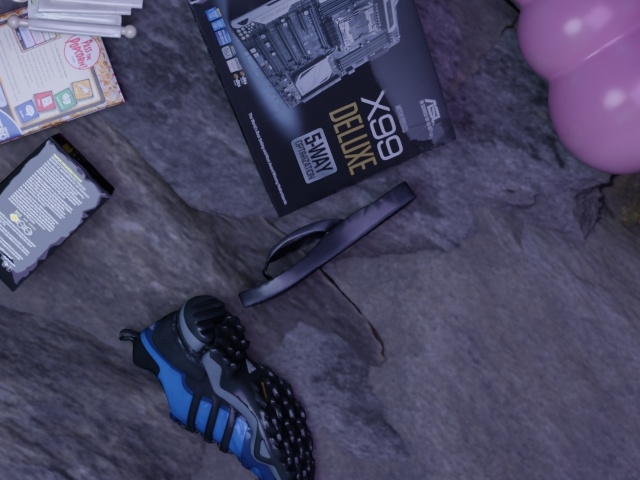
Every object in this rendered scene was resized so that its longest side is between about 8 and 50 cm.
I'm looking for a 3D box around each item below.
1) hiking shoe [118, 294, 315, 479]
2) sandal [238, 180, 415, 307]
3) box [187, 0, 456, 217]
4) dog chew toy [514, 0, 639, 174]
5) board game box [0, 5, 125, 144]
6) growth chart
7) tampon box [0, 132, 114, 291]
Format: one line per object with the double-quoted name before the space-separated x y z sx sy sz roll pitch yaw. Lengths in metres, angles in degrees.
"hiking shoe" -0.115 0.207 1.692 0.132 0.113 0.304 -22 107 27
"sandal" 0.000 0.000 1.677 0.254 0.097 0.054 -35 87 -11
"box" 0.004 -0.208 1.596 0.242 0.076 0.307 -23 124 -3
"dog chew toy" 0.332 -0.247 1.634 0.206 0.206 0.332 -32 91 -2
"board game box" -0.349 -0.203 1.632 0.193 0.045 0.147 -19 98 -4
"growth chart" -0.274 -0.348 1.607 0.171 0.021 0.237 12 78 -5
"tampon box" -0.338 -0.038 1.614 0.161 0.120 0.101 -44 100 0
